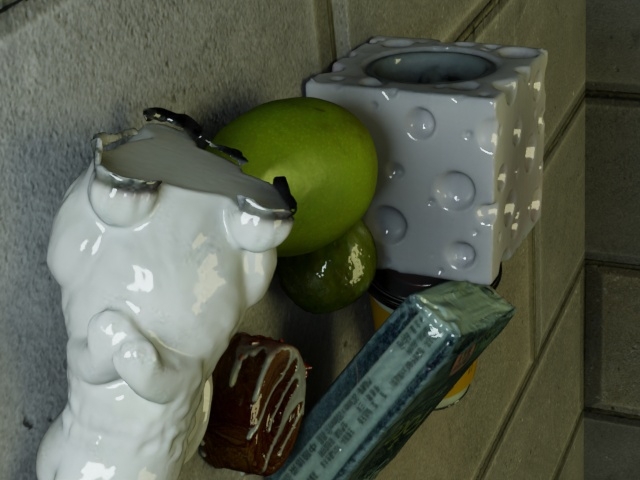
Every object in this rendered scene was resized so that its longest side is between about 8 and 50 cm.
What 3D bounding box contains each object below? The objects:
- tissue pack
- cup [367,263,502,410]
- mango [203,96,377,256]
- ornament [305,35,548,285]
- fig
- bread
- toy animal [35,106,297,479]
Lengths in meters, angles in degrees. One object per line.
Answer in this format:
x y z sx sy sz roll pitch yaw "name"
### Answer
0.088 0.185 1.620 0.316 0.103 0.228 -52 162 21 "tissue pack"
0.152 0.100 1.834 0.280 0.196 0.196 87 23 -43 "cup"
-0.048 -0.058 1.369 0.293 0.143 0.175 -28 129 -50 "mango"
0.139 -0.111 1.650 0.240 0.239 0.240 -43 135 -57 "ornament"
0.000 0.000 1.529 0.123 0.123 0.156 -51 126 -51 "fig"
-0.072 0.181 1.456 0.160 0.073 0.161 7 90 -66 "bread"
-0.155 0.085 1.137 0.258 0.193 0.357 -88 -166 -70 "toy animal"
